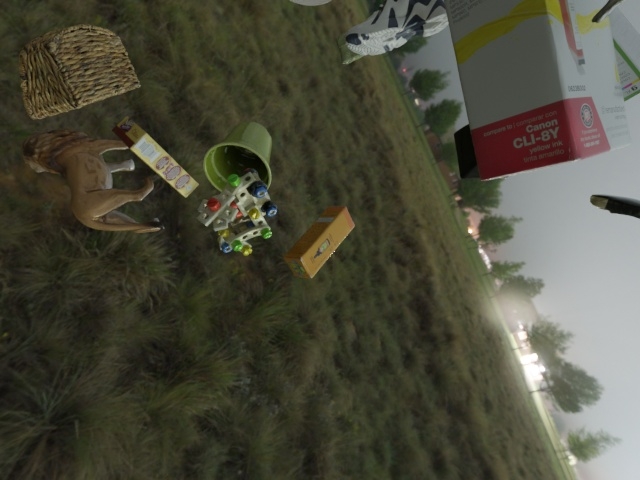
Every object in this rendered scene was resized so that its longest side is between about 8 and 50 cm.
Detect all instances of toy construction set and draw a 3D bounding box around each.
[{"bbox_3d":[-0.233,-0.076,1.132,0.151,0.215,0.327,56,-7,14],"label":"toy construction set"}]

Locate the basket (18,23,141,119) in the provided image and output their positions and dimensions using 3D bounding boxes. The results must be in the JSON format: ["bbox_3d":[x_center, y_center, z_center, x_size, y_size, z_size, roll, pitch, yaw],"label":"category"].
[{"bbox_3d":[-0.763,-0.523,1.239,0.299,0.223,0.213,-63,142,-54],"label":"basket"}]

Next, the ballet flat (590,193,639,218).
[{"bbox_3d":[0.509,-0.029,0.625,0.173,0.049,0.058,28,30,24],"label":"ballet flat"}]

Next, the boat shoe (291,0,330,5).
[{"bbox_3d":[-0.095,-0.603,0.790,0.341,0.127,0.157,-4,76,-49],"label":"boat shoe"}]

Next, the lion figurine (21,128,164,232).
[{"bbox_3d":[-0.557,-0.142,0.985,0.240,0.142,0.392,-16,53,-35],"label":"lion figurine"}]

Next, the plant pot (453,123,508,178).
[{"bbox_3d":[0.600,-0.335,1.413,0.167,0.188,0.187,107,-20,-75],"label":"plant pot"}]

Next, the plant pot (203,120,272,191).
[{"bbox_3d":[-0.314,-0.358,1.690,0.276,0.276,0.253,51,33,-34],"label":"plant pot"}]

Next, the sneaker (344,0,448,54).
[{"bbox_3d":[0.150,-0.511,0.878,0.094,0.235,0.152,35,37,-80],"label":"sneaker"}]

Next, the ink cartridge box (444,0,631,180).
[{"bbox_3d":[0.375,-0.321,0.697,0.279,0.161,0.384,-17,95,-37],"label":"ink cartridge box"}]

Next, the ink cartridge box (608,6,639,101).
[{"bbox_3d":[0.601,-0.344,0.792,0.209,0.062,0.109,47,59,-4],"label":"ink cartridge box"}]

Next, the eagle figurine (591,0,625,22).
[{"bbox_3d":[0.375,-0.352,0.407,0.225,0.227,0.297,-1,73,-50],"label":"eagle figurine"}]

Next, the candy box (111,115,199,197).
[{"bbox_3d":[-0.374,-0.187,0.929,0.109,0.053,0.186,38,-7,35],"label":"candy box"}]

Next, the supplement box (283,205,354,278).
[{"bbox_3d":[0.000,0.000,1.139,0.233,0.080,0.078,-50,127,-35],"label":"supplement box"}]

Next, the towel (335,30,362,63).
[{"bbox_3d":[0.133,-0.719,1.469,0.027,0.148,0.109,-28,101,-68],"label":"towel"}]
